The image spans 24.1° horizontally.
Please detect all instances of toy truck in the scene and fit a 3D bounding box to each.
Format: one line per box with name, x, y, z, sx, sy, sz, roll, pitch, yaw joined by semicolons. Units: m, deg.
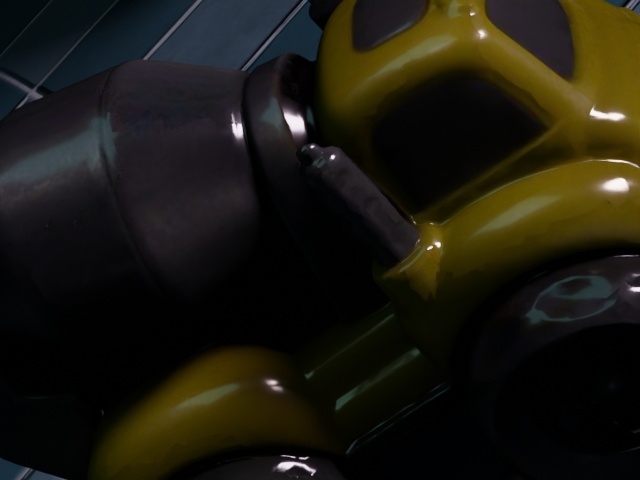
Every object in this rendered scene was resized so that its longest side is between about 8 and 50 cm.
toy truck;0.000;0.000;0.419;0.224;0.165;0.147;-31;30;25
